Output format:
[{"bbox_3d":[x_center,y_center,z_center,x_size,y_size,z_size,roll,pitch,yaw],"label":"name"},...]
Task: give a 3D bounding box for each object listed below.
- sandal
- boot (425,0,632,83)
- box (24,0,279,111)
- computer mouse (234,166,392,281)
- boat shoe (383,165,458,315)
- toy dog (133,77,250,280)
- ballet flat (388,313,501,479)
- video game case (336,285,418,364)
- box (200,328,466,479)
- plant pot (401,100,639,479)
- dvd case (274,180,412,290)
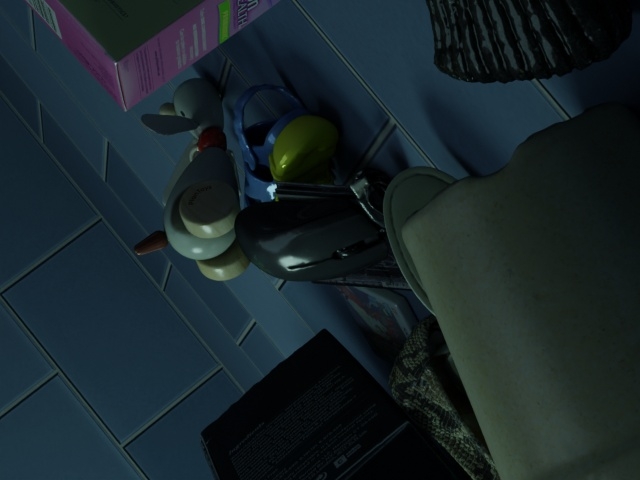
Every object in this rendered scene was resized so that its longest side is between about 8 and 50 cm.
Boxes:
[{"bbox_3d":[-0.058,-0.110,1.857,0.138,0.126,0.317,50,155,17],"label":"sandal"},{"bbox_3d":[0.080,-0.267,1.098,0.348,0.131,0.260,28,152,53],"label":"boot"},{"bbox_3d":[-0.201,-0.312,1.563,0.213,0.243,0.117,46,163,16],"label":"box"},{"bbox_3d":[0.000,0.000,1.731,0.272,0.072,0.188,-7,141,32],"label":"computer mouse"},{"bbox_3d":[0.199,0.060,1.512,0.340,0.127,0.113,45,-174,14],"label":"boat shoe"},{"bbox_3d":[-0.202,-0.082,1.972,0.334,0.161,0.220,-105,3,-58],"label":"toy dog"},{"bbox_3d":[0.272,0.272,1.739,0.483,0.164,0.182,45,143,27],"label":"ballet flat"},{"bbox_3d":[0.105,0.134,2.089,0.201,0.023,0.183,26,150,57],"label":"video game case"},{"bbox_3d":[0.099,0.448,2.065,0.480,0.297,0.472,50,176,-18],"label":"box"},{"bbox_3d":[0.232,0.067,1.142,0.305,0.334,0.334,60,165,8],"label":"plant pot"},{"bbox_3d":[0.043,-0.003,1.796,0.164,0.018,0.221,4,147,18],"label":"dvd case"}]
